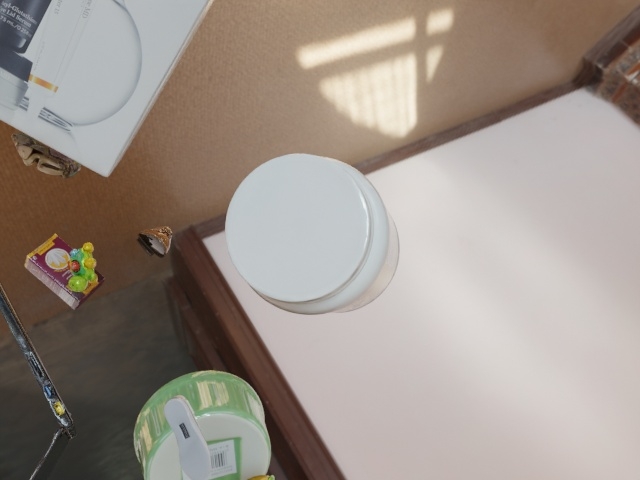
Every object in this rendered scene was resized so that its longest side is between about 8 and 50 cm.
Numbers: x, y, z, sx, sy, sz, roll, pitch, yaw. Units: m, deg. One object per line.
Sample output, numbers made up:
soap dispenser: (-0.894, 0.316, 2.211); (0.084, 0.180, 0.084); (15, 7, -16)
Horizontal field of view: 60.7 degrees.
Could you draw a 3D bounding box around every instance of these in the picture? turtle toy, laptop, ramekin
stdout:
turtle toy: (-0.609, 0.073, 1.396); (0.066, 0.130, 0.095); (-6, 145, -20)
laptop: (-0.489, 0.289, 0.783); (0.236, 0.408, 0.382); (-27, 172, -30)
ramekin: (-0.257, 0.462, 1.223); (0.303, 0.148, 0.304); (-6, 107, -19)

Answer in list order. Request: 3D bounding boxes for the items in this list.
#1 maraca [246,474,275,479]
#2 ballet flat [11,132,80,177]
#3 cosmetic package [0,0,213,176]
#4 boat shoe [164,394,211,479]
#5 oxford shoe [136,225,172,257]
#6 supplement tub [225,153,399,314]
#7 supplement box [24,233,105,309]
maraca: (-0.146, 0.552, 1.086); (0.186, 0.099, 0.127); (-52, 166, -38)
ballet flat: (-0.420, -0.125, 0.819); (0.041, 0.114, 0.041); (25, 90, -90)
cosmetic package: (-0.293, -0.278, 0.493); (0.377, 0.097, 0.285); (30, 101, -20)
boat shoe: (-0.151, 0.227, 0.635); (0.035, 0.100, 0.035); (-25, 178, 1)
oxford shoe: (-0.387, -0.008, 1.306); (0.076, 0.076, 0.212); (-41, -163, -19)
supplement tub: (0.000, 0.000, 0.847); (0.228, 0.228, 0.316); (-39, 167, 6)
supplement box: (-0.721, 0.089, 1.545); (0.081, 0.188, 0.104); (-39, -170, 50)
